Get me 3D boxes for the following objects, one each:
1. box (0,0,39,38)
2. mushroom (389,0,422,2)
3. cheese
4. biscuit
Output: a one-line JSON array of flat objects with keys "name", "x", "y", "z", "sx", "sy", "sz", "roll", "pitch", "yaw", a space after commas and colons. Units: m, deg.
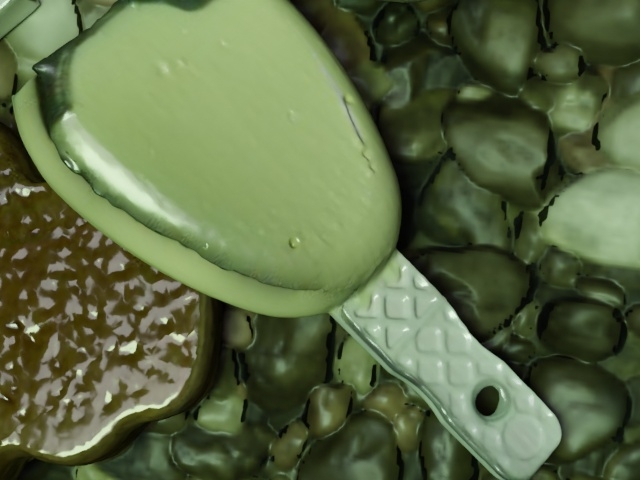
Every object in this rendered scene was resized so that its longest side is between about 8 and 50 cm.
[{"name": "box", "x": -0.229, "y": -0.155, "z": 0.573, "sx": 0.109, "sy": 0.029, "sz": 0.198, "roll": -37, "pitch": 81, "yaw": 9}, {"name": "mushroom", "x": -0.079, "y": -0.207, "z": 0.494, "sx": 0.350, "sy": 0.128, "sz": 0.128, "roll": 30, "pitch": 94, "yaw": 17}, {"name": "cheese", "x": 0.000, "y": 0.000, "z": 0.490, "sx": 0.251, "sy": 0.054, "sz": 0.127, "roll": 46, "pitch": 70, "yaw": 1}, {"name": "biscuit", "x": -0.201, "y": 0.045, "z": 0.533, "sx": 0.320, "sy": 0.047, "sz": 0.183, "roll": -24, "pitch": 73, "yaw": 0}]
